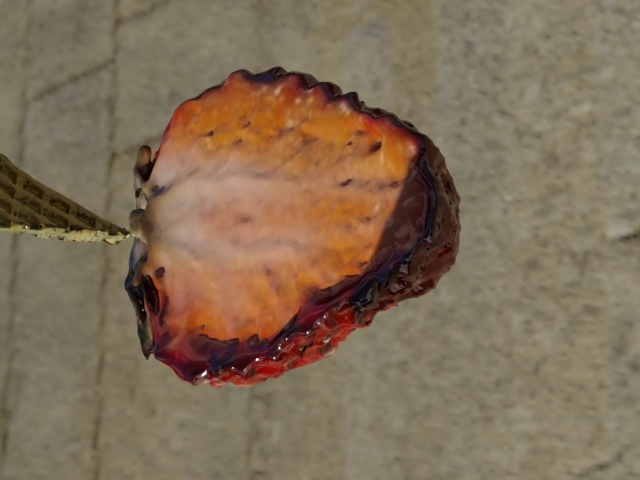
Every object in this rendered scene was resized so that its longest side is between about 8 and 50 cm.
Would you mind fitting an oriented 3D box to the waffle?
[{"bbox_3d":[-0.226,-0.009,1.604,0.023,0.153,0.097,-42,31,29],"label":"waffle"}]

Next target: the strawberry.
[{"bbox_3d":[0.000,0.000,1.089,0.237,0.111,0.190,-4,72,41],"label":"strawberry"}]
